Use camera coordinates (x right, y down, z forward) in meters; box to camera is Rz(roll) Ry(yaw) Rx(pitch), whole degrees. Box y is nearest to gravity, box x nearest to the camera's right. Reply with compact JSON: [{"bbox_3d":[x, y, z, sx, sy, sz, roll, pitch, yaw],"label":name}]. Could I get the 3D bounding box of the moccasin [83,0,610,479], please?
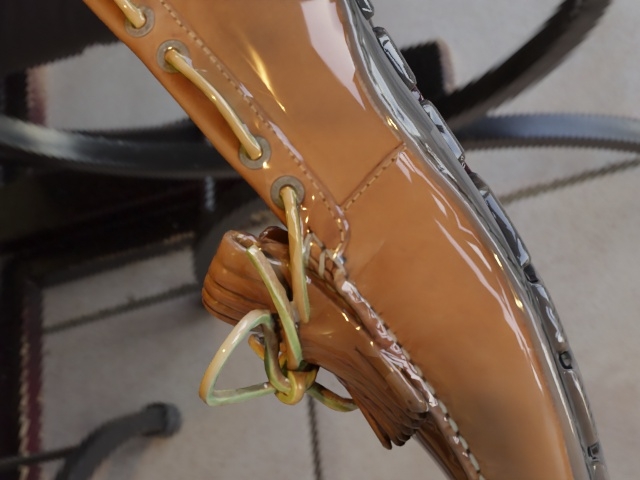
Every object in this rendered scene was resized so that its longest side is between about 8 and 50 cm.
[{"bbox_3d":[0.000,0.000,0.621,0.147,0.139,0.380,-31,93,0],"label":"moccasin"}]
